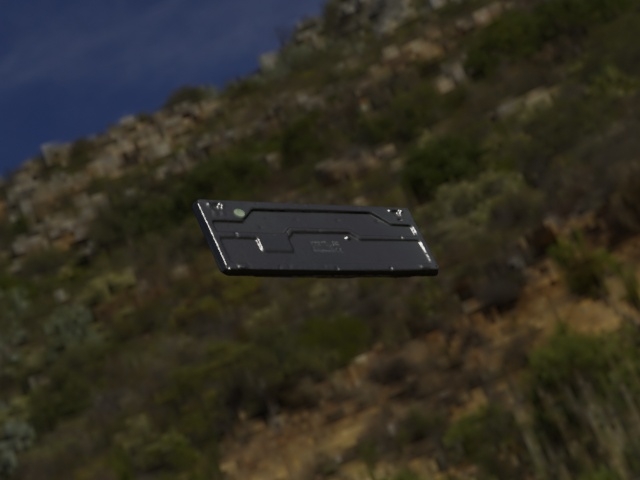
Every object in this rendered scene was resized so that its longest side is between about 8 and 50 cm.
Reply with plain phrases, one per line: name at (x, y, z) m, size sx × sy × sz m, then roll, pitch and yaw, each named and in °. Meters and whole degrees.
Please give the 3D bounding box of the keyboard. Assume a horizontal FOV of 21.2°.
keyboard at (0.000, 0.000, 0.963) m, size 0.155 × 0.053 × 0.010 m, roll 2°, pitch -41°, yaw -37°
